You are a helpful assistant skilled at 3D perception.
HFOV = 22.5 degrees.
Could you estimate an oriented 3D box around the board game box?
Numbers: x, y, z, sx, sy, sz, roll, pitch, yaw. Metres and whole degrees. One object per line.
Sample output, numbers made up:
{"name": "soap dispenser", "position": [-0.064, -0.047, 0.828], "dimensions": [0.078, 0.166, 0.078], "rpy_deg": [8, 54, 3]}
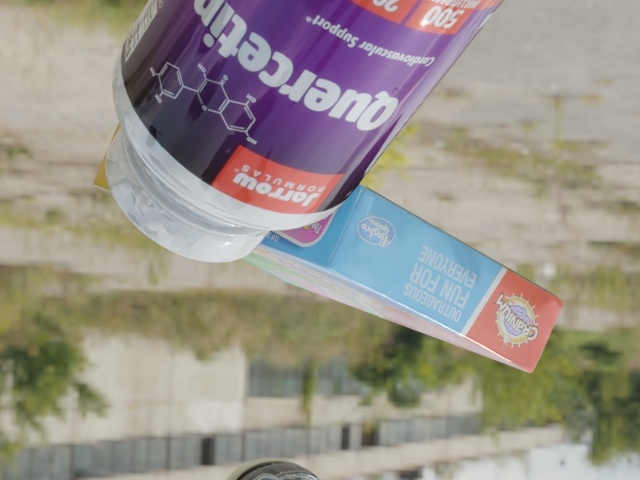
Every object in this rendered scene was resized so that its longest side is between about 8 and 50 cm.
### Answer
{"name": "board game box", "position": [0.000, 0.000, 1.284], "dimensions": [0.242, 0.064, 0.316], "rpy_deg": [28, 174, -40]}

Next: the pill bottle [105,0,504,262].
{"name": "pill bottle", "position": [-0.013, -0.132, 1.010], "dimensions": [0.181, 0.181, 0.323], "rpy_deg": [5, 138, -35]}

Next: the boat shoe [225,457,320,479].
{"name": "boat shoe", "position": [-0.062, 0.239, 1.319], "dimensions": [0.079, 0.095, 0.254], "rpy_deg": [0, -176, 32]}
